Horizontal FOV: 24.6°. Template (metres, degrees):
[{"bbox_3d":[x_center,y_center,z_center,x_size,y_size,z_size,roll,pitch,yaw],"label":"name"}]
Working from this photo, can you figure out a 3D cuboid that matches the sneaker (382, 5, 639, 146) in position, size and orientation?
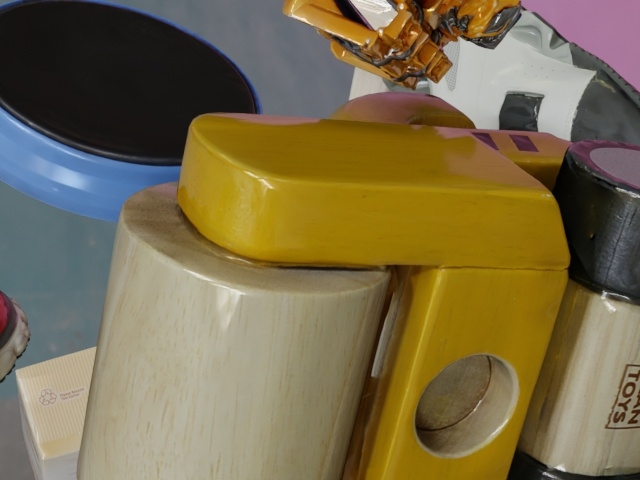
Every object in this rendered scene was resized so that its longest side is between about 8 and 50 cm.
[{"bbox_3d":[0.172,-0.085,1.154,0.122,0.146,0.330,36,7,-47],"label":"sneaker"}]

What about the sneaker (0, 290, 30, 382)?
[{"bbox_3d":[-0.271,0.063,0.981,0.118,0.107,0.279,61,3,-19],"label":"sneaker"}]

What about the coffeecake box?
[{"bbox_3d":[-0.141,0.131,1.068,0.185,0.142,0.068,113,-41,-66],"label":"coffeecake box"}]

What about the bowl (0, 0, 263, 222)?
[{"bbox_3d":[-0.250,-0.168,1.756,0.391,0.077,0.391,15,35,-11],"label":"bowl"}]

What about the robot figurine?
[{"bbox_3d":[-0.033,-0.170,0.719,0.291,0.085,0.211,36,5,16],"label":"robot figurine"}]

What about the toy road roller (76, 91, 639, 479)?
[{"bbox_3d":[0.026,0.028,0.728,0.329,0.203,0.240,0,24,-30],"label":"toy road roller"}]

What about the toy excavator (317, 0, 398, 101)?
[{"bbox_3d":[0.000,0.000,1.396,0.433,0.222,0.445,78,34,-56],"label":"toy excavator"}]
